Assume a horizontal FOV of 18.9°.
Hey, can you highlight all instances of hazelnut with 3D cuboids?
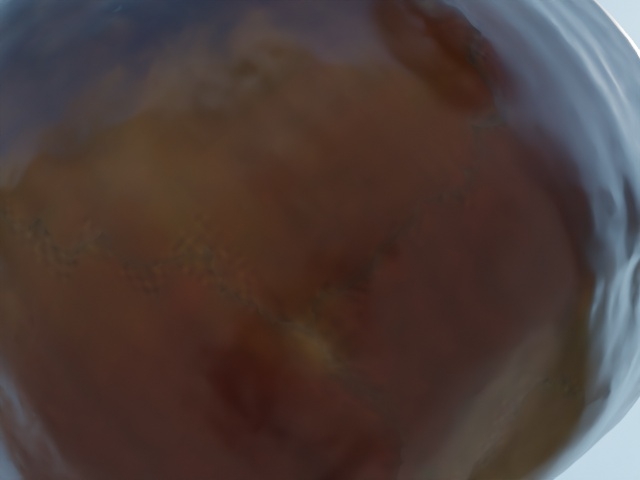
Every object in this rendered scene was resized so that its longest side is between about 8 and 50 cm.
[{"bbox_3d":[0.000,0.000,0.905,0.359,0.409,0.359,4,-76,18],"label":"hazelnut"}]
